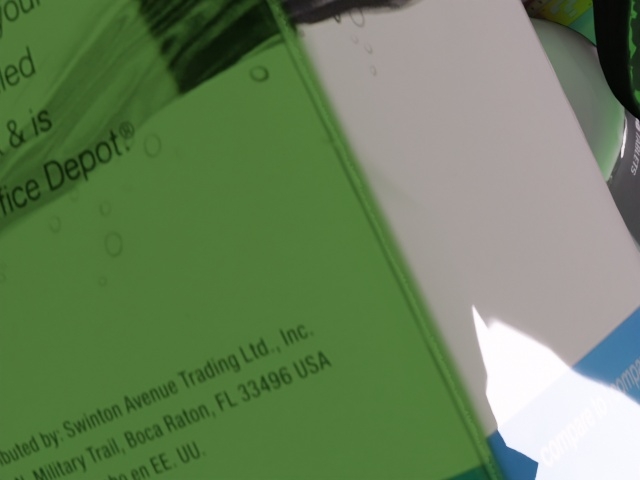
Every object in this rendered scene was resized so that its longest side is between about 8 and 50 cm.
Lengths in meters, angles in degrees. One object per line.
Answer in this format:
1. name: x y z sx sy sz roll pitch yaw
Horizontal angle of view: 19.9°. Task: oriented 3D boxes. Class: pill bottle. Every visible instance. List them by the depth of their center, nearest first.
1. pill bottle: 0.129 -0.007 0.965 0.130 0.130 0.245 -31 149 10

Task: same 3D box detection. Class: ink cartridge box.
1. ink cartridge box: -0.076 -0.013 0.603 0.285 0.395 0.166 -24 -178 32

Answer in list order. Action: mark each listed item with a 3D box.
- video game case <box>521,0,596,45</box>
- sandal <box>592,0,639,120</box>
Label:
1. video game case: 0.222 -0.130 0.966 0.204 0.025 0.285 -37 139 18
2. sandal: 0.182 -0.225 0.702 0.167 0.107 0.446 -21 125 -13
